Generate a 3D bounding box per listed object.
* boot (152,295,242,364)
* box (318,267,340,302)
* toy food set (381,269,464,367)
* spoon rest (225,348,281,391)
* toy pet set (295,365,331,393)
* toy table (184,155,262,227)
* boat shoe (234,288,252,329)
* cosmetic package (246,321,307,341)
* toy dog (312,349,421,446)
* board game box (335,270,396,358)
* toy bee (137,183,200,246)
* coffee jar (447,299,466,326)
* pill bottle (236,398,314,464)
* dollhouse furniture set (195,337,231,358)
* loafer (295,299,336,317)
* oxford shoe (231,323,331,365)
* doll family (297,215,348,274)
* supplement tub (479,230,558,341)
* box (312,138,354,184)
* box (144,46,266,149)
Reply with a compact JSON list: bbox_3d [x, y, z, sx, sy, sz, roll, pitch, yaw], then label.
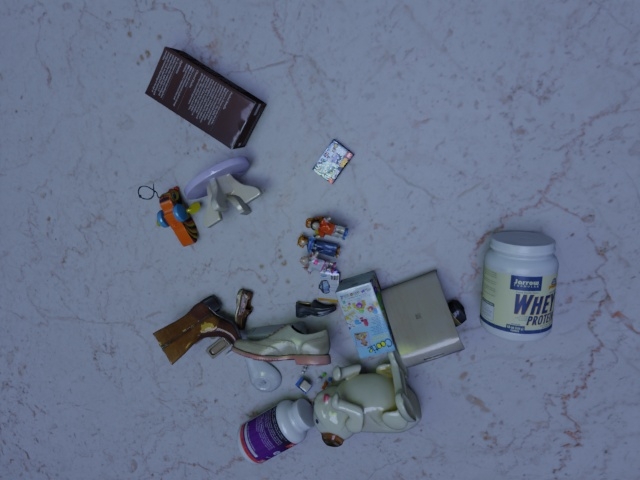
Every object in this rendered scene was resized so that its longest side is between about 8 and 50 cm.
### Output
[{"bbox_3d":[-0.478,0.393,1.904,0.264,0.280,0.096,51,154,4],"label":"boot"},{"bbox_3d":[0.034,0.171,1.870,0.081,0.028,0.136,6,104,11],"label":"box"},{"bbox_3d":[0.367,0.280,1.739,0.219,0.092,0.306,-23,68,17],"label":"toy food set"},{"bbox_3d":[-0.277,0.536,2.019,0.137,0.084,0.276,-34,109,20],"label":"spoon rest"},{"bbox_3d":[-0.039,0.580,1.991,0.122,0.065,0.114,42,74,-4],"label":"toy pet set"},{"bbox_3d":[-0.354,-0.173,1.766,0.274,0.252,0.161,-32,79,26],"label":"toy table"},{"bbox_3d":[-0.311,0.287,1.956,0.060,0.064,0.178,10,104,12],"label":"boat shoe"},{"bbox_3d":[-0.171,0.410,1.949,0.231,0.085,0.117,-10,103,16],"label":"cosmetic package"},{"bbox_3d":[0.160,0.635,1.869,0.407,0.285,0.395,-20,136,15],"label":"toy dog"},{"bbox_3d":[0.177,0.277,1.805,0.144,0.142,0.275,-18,100,16],"label":"board game box"},{"bbox_3d":[-0.562,-0.132,1.870,0.195,0.162,0.298,0,130,4],"label":"toy bee"},{"bbox_3d":[0.454,0.302,1.777,0.184,0.096,0.079,-41,96,18],"label":"coffee jar"},{"bbox_3d":[-0.182,0.790,2.002,0.323,0.181,0.181,-35,95,19],"label":"pill bottle"},{"bbox_3d":[-0.488,0.437,2.003,0.144,0.123,0.151,-39,94,19],"label":"dollhouse furniture set"},{"bbox_3d":[-0.022,0.265,1.890,0.170,0.062,0.061,-9,98,13],"label":"loafer"},{"bbox_3d":[-0.150,0.394,1.849,0.396,0.140,0.147,2,82,10],"label":"oxford shoe"},{"bbox_3d":[0.000,0.000,1.799,0.163,0.118,0.263,16,123,-2],"label":"doll family"},{"bbox_3d":[0.667,0.149,1.615,0.235,0.235,0.325,2,105,12],"label":"supplement tub"},{"bbox_3d":[0.046,-0.286,1.742,0.094,0.027,0.137,36,109,0],"label":"box"},{"bbox_3d":[-0.409,-0.511,1.725,0.381,0.143,0.191,34,109,4],"label":"box"}]
